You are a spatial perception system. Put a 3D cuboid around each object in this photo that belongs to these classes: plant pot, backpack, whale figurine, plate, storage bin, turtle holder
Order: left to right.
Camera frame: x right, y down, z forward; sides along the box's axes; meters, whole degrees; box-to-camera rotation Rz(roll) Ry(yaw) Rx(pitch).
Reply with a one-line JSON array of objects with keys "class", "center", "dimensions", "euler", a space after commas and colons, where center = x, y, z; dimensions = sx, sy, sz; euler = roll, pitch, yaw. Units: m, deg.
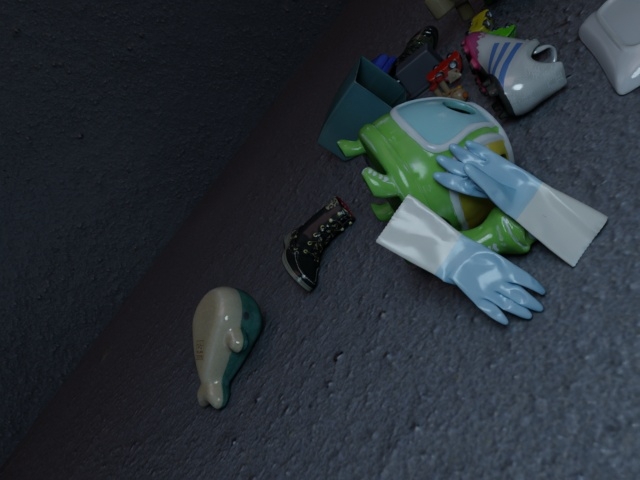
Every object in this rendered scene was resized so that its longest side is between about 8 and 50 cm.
[{"class": "whale figurine", "center": [-0.212, 0.245, 1.138], "dimensions": [0.216, 0.141, 0.271], "euler": [-20, 62, 49]}, {"class": "plant pot", "center": [0.101, -0.352, 1.393], "dimensions": [0.234, 0.166, 0.165], "euler": [-45, 22, 39]}, {"class": "backpack", "center": [0.192, -0.528, 1.570], "dimensions": [0.098, 0.101, 0.120], "euler": [-51, 20, -19]}, {"class": "storage bin", "center": [0.274, -0.466, 1.345], "dimensions": [0.135, 0.091, 0.098], "euler": [-31, 30, 34]}, {"class": "turtle holder", "center": [0.189, -0.107, 0.793], "dimensions": [0.228, 0.243, 0.320], "euler": [-30, 17, 3]}, {"class": "plate", "center": [0.567, -0.386, 0.782], "dimensions": [0.278, 0.045, 0.277], "euler": [-32, 29, 33]}]

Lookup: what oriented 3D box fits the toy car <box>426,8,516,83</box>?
[{"class": "toy car", "center": [0.391, -0.468, 1.194], "dimensions": [0.239, 0.053, 0.225], "euler": [-52, 24, -3]}]

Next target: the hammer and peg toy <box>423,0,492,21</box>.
[{"class": "hammer and peg toy", "center": [0.444, -0.674, 1.251], "dimensions": [0.361, 0.127, 0.266], "euler": [-48, 22, -25]}]

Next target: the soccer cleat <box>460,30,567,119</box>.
[{"class": "soccer cleat", "center": [0.384, -0.352, 0.991], "dimensions": [0.143, 0.116, 0.331], "euler": [-25, 35, 19]}]

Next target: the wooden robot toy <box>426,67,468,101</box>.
[{"class": "wooden robot toy", "center": [0.299, -0.334, 1.142], "dimensions": [0.079, 0.076, 0.173], "euler": [18, 69, 53]}]

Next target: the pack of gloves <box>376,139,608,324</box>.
[{"class": "pack of gloves", "center": [0.220, -0.018, 0.646], "dimensions": [0.195, 0.232, 0.046], "euler": [-54, -15, -4]}]

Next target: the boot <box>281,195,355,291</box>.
[{"class": "boot", "center": [-0.001, -0.002, 1.151], "dimensions": [0.179, 0.085, 0.236], "euler": [-41, 25, 14]}]

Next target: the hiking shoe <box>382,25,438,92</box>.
[{"class": "hiking shoe", "center": [0.263, -0.515, 1.428], "dimensions": [0.227, 0.086, 0.114], "euler": [-52, 9, 20]}]
